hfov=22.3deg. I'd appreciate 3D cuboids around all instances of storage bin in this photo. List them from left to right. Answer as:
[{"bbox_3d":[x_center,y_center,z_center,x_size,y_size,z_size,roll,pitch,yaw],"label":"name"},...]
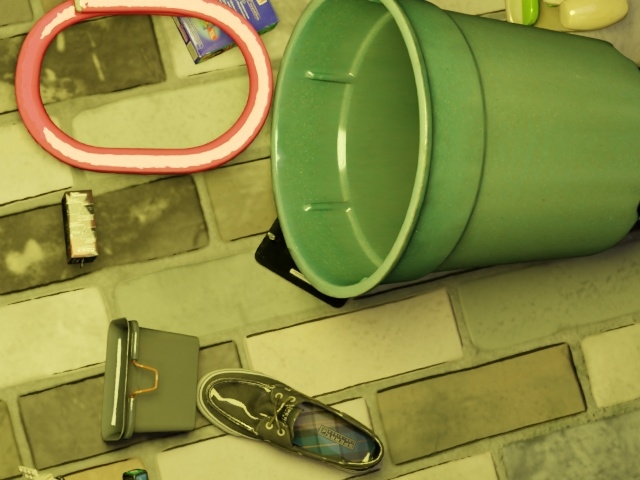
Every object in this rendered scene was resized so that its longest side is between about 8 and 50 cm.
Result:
[{"bbox_3d":[-0.184,0.156,1.802,0.091,0.098,0.135,5,81,-23],"label":"storage bin"}]

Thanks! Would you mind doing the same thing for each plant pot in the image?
[{"bbox_3d":[0.165,-0.108,1.799,0.334,0.341,0.341,0,82,-29],"label":"plant pot"}]

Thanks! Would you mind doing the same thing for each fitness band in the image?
[{"bbox_3d":[-0.199,-0.179,1.834,0.291,0.054,0.209,1,90,-4],"label":"fitness band"}]

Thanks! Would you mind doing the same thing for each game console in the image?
[{"bbox_3d":[0.000,0.000,1.905,0.122,0.071,0.107,31,107,-7],"label":"game console"}]

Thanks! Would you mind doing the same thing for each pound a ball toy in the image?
[{"bbox_3d":[0.312,-0.382,1.931,0.136,0.208,0.319,0,82,-13],"label":"pound a ball toy"}]

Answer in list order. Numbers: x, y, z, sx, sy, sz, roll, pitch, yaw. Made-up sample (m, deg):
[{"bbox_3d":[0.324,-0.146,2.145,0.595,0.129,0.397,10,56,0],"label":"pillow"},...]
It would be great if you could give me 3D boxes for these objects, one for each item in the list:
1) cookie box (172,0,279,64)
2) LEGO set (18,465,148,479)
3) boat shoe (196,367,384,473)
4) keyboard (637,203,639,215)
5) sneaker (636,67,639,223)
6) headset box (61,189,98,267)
[{"bbox_3d":[-0.116,-0.270,1.898,0.107,0.040,0.091,-26,91,-14],"label":"cookie box"},{"bbox_3d":[-0.266,0.352,1.756,0.182,0.060,0.244,31,68,-44],"label":"LEGO set"},{"bbox_3d":[-0.031,0.205,1.835,0.228,0.076,0.080,27,77,-9],"label":"boat shoe"},{"bbox_3d":[0.399,-0.065,1.911,0.192,0.038,0.100,-29,74,9],"label":"keyboard"},{"bbox_3d":[0.422,-0.183,1.973,0.140,0.125,0.340,19,78,-9],"label":"sneaker"},{"bbox_3d":[-0.269,-0.011,1.815,0.032,0.062,0.083,-4,84,-13],"label":"headset box"}]
